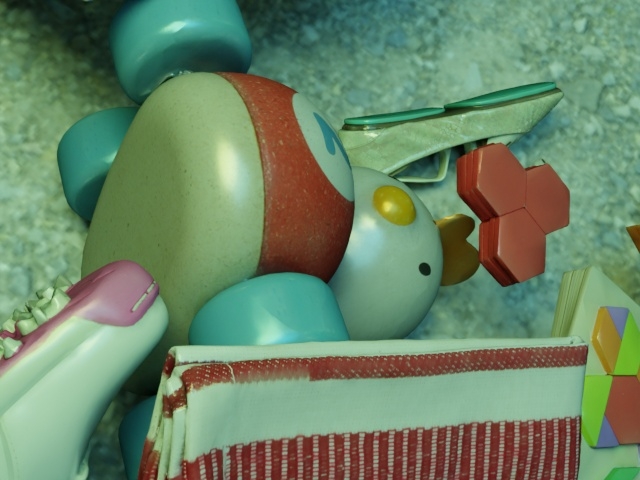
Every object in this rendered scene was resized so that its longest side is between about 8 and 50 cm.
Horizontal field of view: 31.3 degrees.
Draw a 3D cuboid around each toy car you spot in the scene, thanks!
[{"bbox_3d":[0.000,0.000,0.641,0.238,0.210,0.219,-2,58,-31],"label":"toy car"}]

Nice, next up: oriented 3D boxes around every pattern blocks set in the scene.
[{"bbox_3d":[0.190,0.110,0.672,0.325,0.026,0.285,23,65,-33],"label":"pattern blocks set"}]

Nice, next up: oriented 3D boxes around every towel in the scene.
[{"bbox_3d":[0.018,0.207,0.516,0.237,0.037,0.329,2,100,-34],"label":"towel"}]

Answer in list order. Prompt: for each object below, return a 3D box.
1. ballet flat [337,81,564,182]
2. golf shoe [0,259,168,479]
[{"bbox_3d":[0.089,-0.069,0.772,0.168,0.057,0.052,-12,102,-17],"label":"ballet flat"},{"bbox_3d":[-0.160,0.145,0.537,0.140,0.115,0.306,42,97,-9],"label":"golf shoe"}]
